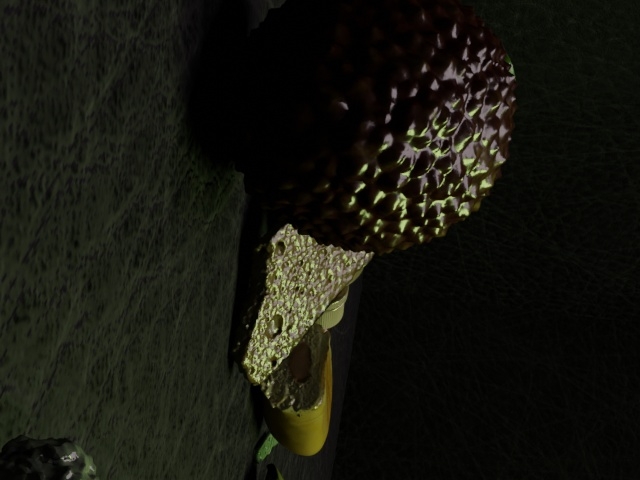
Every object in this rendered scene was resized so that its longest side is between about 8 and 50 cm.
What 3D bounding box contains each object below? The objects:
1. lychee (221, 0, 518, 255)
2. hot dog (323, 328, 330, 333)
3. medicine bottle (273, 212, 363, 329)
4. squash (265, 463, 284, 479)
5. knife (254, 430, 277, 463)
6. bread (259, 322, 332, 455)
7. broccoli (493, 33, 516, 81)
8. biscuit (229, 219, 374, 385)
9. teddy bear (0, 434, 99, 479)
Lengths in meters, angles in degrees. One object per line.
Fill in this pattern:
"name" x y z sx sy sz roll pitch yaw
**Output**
"lychee" 0.034 -0.097 0.711 0.271 0.236 0.235 -29 127 -64
"hot dog" -0.008 0.027 1.258 0.131 0.069 0.252 82 15 -68
"medicine bottle" 0.000 0.000 1.069 0.114 0.114 0.252 -78 172 -47
"squash" -0.071 0.406 1.091 0.204 0.155 0.236 -38 155 -46
"knife" -0.068 0.272 1.217 0.207 0.014 0.030 17 82 -84
"bread" -0.031 0.185 1.120 0.173 0.085 0.134 88 7 -53
"broccoli" 0.127 -0.176 1.274 0.297 0.297 0.297 -23 90 -84
"biscuit" -0.019 0.025 0.908 0.237 0.026 0.131 -47 134 -27
"teddy bear" -0.086 0.189 0.326 0.111 0.133 0.213 -25 116 -53
